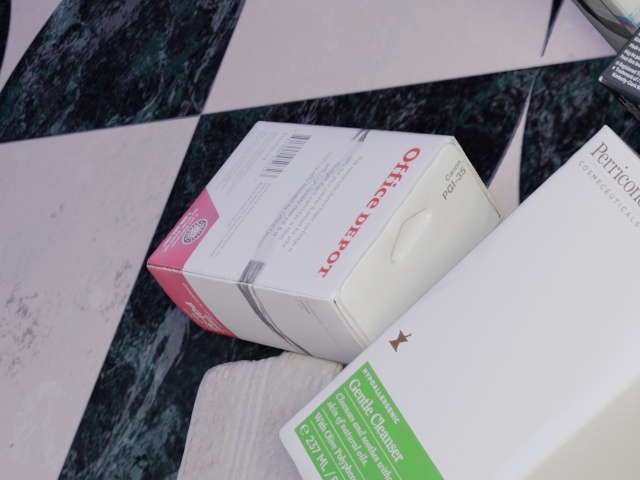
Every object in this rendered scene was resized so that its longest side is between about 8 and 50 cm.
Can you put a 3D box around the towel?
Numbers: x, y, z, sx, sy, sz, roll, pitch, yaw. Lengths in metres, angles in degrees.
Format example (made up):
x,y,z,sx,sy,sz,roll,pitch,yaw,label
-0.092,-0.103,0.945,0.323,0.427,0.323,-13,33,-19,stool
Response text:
x,y,z,sx,sy,sz,roll,pitch,yaw,label
-0.059,0.233,1.383,0.187,0.049,0.282,-14,52,36,towel

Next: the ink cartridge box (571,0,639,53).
x,y,z,sx,sy,sz,roll,pitch,yaw,label
0.296,-0.281,1.214,0.226,0.306,0.131,-50,39,3,ink cartridge box

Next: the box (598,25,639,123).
x,y,z,sx,sy,sz,roll,pitch,yaw,label
0.382,-0.167,1.153,0.270,0.165,0.143,-50,39,2,box

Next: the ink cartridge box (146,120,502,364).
x,y,z,sx,sy,sz,roll,pitch,yaw,label
0.000,0.000,1.413,0.283,0.117,0.207,10,55,48,ink cartridge box

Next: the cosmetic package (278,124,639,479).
x,y,z,sx,sy,sz,roll,pitch,yaw,label
0.171,0.117,1.148,0.365,0.155,0.197,-46,46,11,cosmetic package
